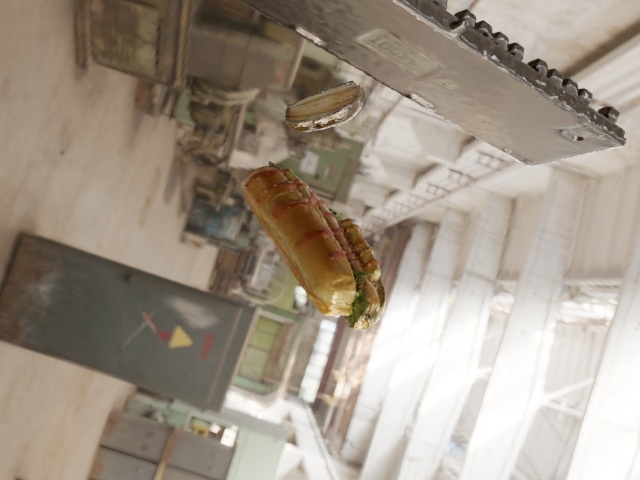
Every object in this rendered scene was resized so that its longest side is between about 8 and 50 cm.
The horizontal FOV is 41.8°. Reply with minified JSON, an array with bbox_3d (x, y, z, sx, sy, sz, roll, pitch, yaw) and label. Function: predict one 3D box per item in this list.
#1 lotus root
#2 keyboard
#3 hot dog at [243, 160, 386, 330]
[{"bbox_3d":[0.007,-0.127,0.827,0.030,0.083,0.037,48,33,-50],"label":"lotus root"},{"bbox_3d":[0.054,-0.127,0.519,0.106,0.317,0.027,-11,-122,59],"label":"keyboard"},{"bbox_3d":[0.000,0.000,0.878,0.076,0.104,0.250,-48,-137,10],"label":"hot dog"}]
